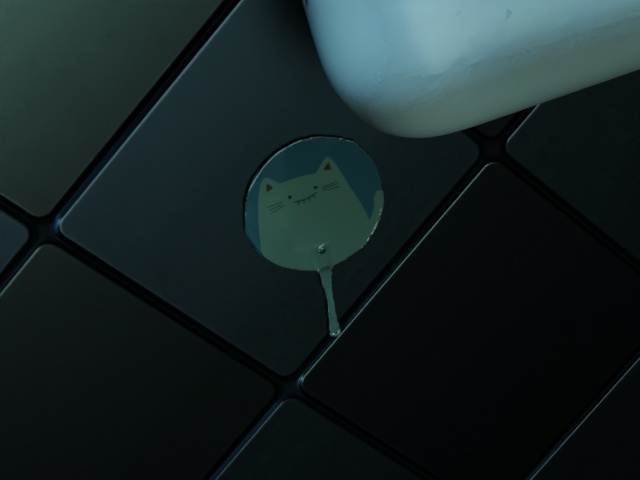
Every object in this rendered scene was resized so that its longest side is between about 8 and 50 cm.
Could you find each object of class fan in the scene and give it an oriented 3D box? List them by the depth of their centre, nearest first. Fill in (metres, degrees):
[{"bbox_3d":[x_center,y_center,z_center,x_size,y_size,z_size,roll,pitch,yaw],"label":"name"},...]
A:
[{"bbox_3d":[0.000,0.000,1.327,0.113,0.005,0.175,-16,118,-13],"label":"fan"}]

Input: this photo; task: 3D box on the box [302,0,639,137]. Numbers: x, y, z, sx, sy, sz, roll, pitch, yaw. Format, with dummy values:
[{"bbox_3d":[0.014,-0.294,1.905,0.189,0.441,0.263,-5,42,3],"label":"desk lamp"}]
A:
[{"bbox_3d":[0.144,-0.240,1.165,0.349,0.141,0.288,-20,106,-10],"label":"box"}]
